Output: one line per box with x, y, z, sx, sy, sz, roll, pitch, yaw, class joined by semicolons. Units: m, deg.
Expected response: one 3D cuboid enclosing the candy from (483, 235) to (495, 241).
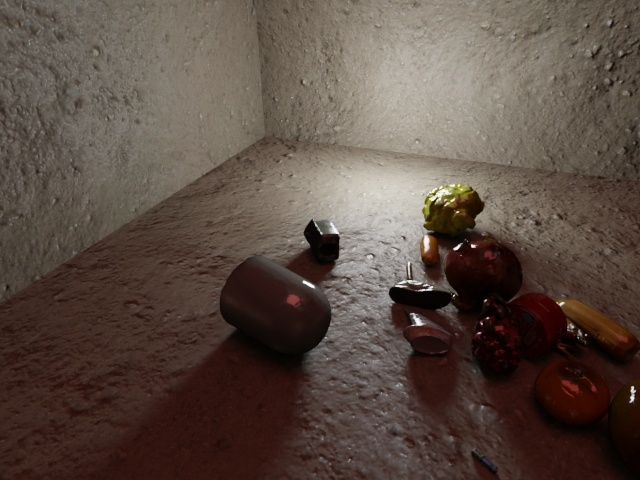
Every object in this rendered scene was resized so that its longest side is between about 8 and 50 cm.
0.940;0.049;2.259;0.058;0.062;0.194;36;28;-30;candy

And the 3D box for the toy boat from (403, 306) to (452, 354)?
0.428;0.357;1.737;0.205;0.097;0.282;5;19;-5;toy boat

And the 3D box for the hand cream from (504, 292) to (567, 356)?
0.824;0.326;1.632;0.149;0.231;0.230;-20;36;-31;hand cream

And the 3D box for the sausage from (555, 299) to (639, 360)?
1.110;0.339;1.707;0.134;0.116;0.354;8;24;-27;sausage

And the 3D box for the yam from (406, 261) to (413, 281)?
0.446;0.158;2.088;0.032;0.032;0.145;4;31;7;yam

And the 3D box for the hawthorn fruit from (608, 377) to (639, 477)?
0.984;0.569;1.212;0.267;0.268;0.300;23;40;33;hawthorn fruit

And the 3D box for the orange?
0.837;0.502;1.389;0.223;0.170;0.224;-1;26;1;orange

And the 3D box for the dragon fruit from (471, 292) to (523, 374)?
0.663;0.351;1.558;0.218;0.273;0.198;-2;7;-14;dragon fruit

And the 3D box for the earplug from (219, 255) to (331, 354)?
-0.156;0.275;1.648;0.393;0.313;0.312;25;39;30;earplug

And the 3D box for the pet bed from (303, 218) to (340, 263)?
0.000;0.000;2.202;0.159;0.184;0.211;-5;31;-13;pet bed

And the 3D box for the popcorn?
0.765;-0.186;2.400;0.293;0.292;0.334;31;66;-11;popcorn

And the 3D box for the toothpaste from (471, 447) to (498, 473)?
0.497;0.668;1.264;0.017;0.020;0.083;-26;39;-29;toothpaste

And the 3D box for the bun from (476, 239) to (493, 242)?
0.856;0.064;2.151;0.178;0.128;0.193;-28;39;-36;bun

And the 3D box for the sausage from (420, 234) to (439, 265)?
0.576;0.049;2.211;0.097;0.098;0.238;6;34;10;sausage

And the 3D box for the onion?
0.716;0.132;1.842;0.352;0.354;0.354;0;31;0;onion

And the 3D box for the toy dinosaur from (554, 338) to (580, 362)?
0.938;0.422;1.651;0.126;0.039;0.162;0;28;14;toy dinosaur

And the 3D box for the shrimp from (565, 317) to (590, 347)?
0.975;0.355;1.694;0.153;0.062;0.294;0;12;-10;shrimp

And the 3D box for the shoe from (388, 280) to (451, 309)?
0.453;0.236;1.894;0.274;0.103;0.098;10;31;17;shoe
